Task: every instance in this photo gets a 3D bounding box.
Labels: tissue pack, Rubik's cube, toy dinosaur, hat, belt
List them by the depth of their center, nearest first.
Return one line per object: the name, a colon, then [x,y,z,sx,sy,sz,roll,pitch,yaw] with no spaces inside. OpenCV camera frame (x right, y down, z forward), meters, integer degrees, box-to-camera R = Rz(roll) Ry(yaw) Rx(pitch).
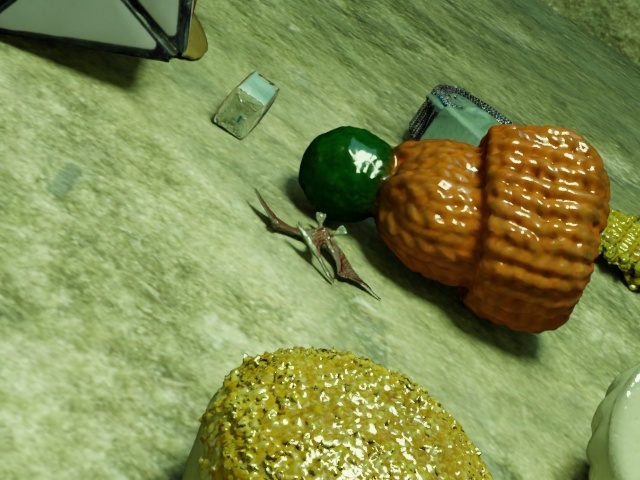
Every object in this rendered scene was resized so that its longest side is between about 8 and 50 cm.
toy dinosaur: [-0.001,0.001,1.627,0.220,0.032,0.108,37,23,6]
hat: [0.176,-0.052,1.673,0.400,0.285,0.285,15,28,-10]
Rubik's cube: [-0.310,-0.448,1.711,0.310,0.307,0.305,9,31,-6]
tissue pack: [-0.106,-0.196,1.813,0.058,0.074,0.094,38,24,-4]
belt: [0.291,-0.132,2.094,0.325,0.122,0.260,49,23,25]

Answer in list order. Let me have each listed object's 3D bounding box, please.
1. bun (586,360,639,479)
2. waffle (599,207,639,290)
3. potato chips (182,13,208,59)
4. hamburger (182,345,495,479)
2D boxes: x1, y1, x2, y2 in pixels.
bun: [0.412,0.265,1.480,0.263,0.175,0.263,6,72,-21]
waffle: [0.514,0.010,2.149,0.197,0.070,0.193,6,36,-38]
potato chips: [-0.253,-0.359,1.954,0.195,0.062,0.208,28,23,-14]
hamburger: [0.020,0.213,1.097,0.294,0.179,0.276,1,40,-48]
